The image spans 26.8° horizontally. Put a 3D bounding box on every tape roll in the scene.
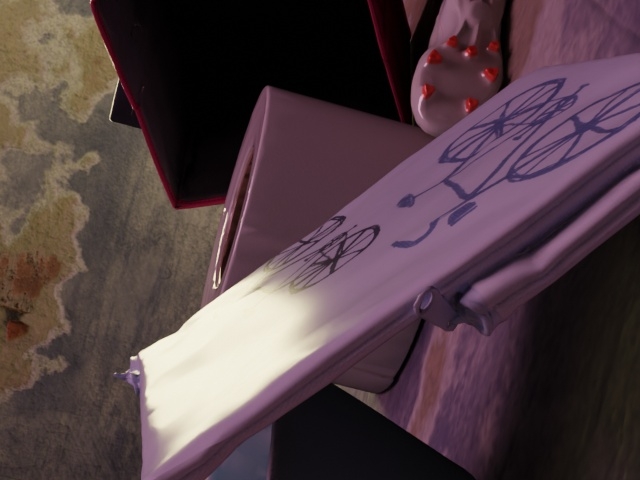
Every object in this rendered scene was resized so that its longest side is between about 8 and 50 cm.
[{"bbox_3d":[0.000,0.000,1.200,0.246,0.169,0.246,-166,90,-81],"label":"tape roll"}]

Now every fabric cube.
[{"bbox_3d":[-0.051,-0.223,1.351,0.258,0.254,0.259,-84,-19,-50],"label":"fabric cube"}]

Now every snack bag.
[{"bbox_3d":[0.041,0.008,0.702,0.342,0.037,0.323,-36,10,-4],"label":"snack bag"}]

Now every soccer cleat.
[{"bbox_3d":[0.114,-0.147,1.082,0.076,0.068,0.196,108,180,-54],"label":"soccer cleat"}]

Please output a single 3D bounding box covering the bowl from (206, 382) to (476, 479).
[{"bbox_3d":[0.007,0.230,0.774,0.311,0.163,0.312,-165,90,-82],"label":"bowl"}]

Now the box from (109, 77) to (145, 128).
[{"bbox_3d":[-0.084,-0.300,1.784,0.179,0.312,0.343,-92,18,-61],"label":"box"}]
